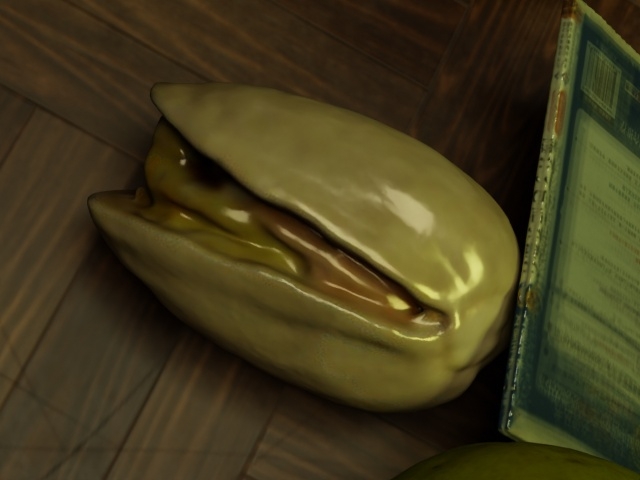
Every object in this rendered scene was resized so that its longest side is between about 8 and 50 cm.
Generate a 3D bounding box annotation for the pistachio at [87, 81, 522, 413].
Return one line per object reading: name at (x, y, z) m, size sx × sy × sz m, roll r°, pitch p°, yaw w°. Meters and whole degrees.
pistachio at (0.000, 0.000, 1.018) m, size 0.299 × 0.187 × 0.187 m, roll 30°, pitch 68°, yaw -1°

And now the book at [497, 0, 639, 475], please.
book at (0.212, 0.017, 1.080) m, size 0.228 × 0.018 × 0.322 m, roll 32°, pitch 63°, yaw -43°

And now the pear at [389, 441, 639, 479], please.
pear at (0.147, 0.281, 0.925) m, size 0.375 × 0.287 × 0.287 m, roll 33°, pitch 67°, yaw -20°
